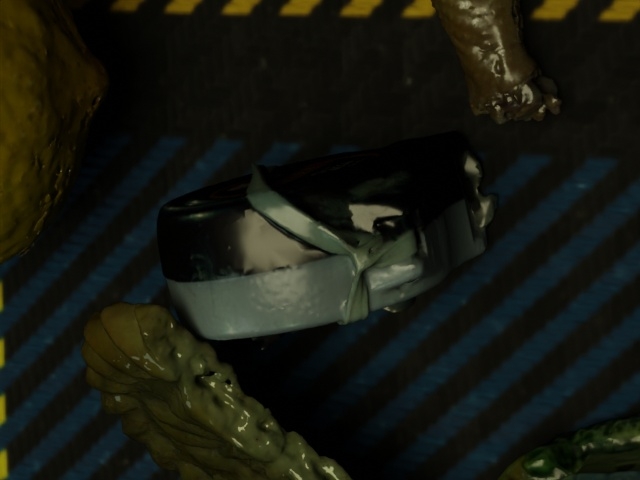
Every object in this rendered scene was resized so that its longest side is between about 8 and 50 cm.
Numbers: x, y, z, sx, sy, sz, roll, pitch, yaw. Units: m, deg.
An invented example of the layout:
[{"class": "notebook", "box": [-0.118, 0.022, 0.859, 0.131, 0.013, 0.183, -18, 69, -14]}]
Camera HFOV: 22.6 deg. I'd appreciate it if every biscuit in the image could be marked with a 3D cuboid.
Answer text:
[{"class": "biscuit", "box": [-0.055, 0.136, 1.011, 0.273, 0.036, 0.187, 41, 155, -19]}]

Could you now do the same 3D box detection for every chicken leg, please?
[{"class": "chicken leg", "box": [0.088, -0.168, 0.954, 0.125, 0.080, 0.196, 4, 101, 8]}]

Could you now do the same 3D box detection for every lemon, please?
[{"class": "lemon", "box": [-0.289, -0.092, 1.005, 0.310, 0.258, 0.258, 6, 102, -6]}]

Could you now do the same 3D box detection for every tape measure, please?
[{"class": "tape measure", "box": [-0.005, 0.001, 0.960, 0.181, 0.182, 0.107, -11, 99, 25]}]

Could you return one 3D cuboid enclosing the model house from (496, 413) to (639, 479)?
[{"class": "model house", "box": [0.162, 0.227, 0.930, 0.195, 0.189, 0.214, -6, 98, 20]}]
